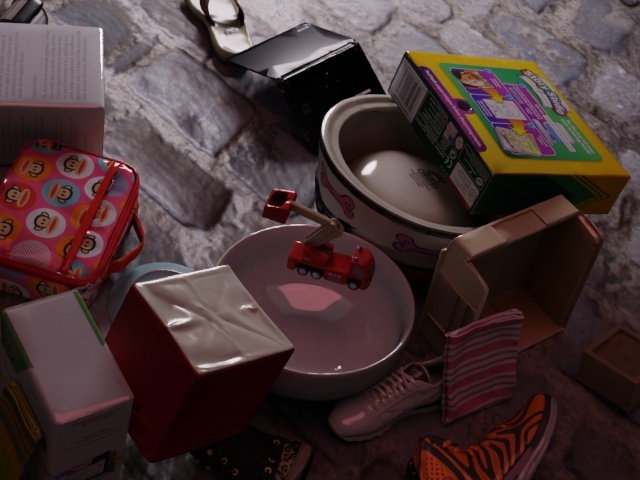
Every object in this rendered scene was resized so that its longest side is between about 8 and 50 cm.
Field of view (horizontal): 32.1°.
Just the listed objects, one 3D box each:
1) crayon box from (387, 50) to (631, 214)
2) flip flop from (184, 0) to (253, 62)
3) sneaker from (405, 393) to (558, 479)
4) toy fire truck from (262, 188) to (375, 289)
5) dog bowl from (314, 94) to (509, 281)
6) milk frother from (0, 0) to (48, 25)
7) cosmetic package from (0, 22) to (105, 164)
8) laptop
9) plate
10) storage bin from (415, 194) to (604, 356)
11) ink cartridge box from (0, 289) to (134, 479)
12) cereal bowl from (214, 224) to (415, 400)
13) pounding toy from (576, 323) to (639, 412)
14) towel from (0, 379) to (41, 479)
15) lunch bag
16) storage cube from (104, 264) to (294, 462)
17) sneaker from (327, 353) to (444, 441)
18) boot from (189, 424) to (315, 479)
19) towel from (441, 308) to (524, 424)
[{"bbox_3d":[0.342,-0.199,2.056,0.313,0.106,0.363,0,43,-29],"label":"crayon box"},{"bbox_3d":[-0.214,-0.492,2.384,0.112,0.080,0.277,-11,55,-20],"label":"flip flop"},{"bbox_3d":[0.249,0.333,1.758,0.180,0.124,0.321,30,50,11],"label":"sneaker"},{"bbox_3d":[0.000,0.000,1.789,0.192,0.135,0.047,16,44,6],"label":"toy fire truck"},{"bbox_3d":[0.170,-0.090,2.043,0.408,0.150,0.408,14,37,-11],"label":"dog bowl"},{"bbox_3d":[-0.579,-0.401,2.225,0.143,0.129,0.134,50,42,-27],"label":"milk frother"},{"bbox_3d":[-0.628,-0.271,2.044,0.453,0.161,0.230,1,50,-12],"label":"cosmetic package"},{"bbox_3d":[-0.019,-0.321,2.307,0.234,0.136,0.264,-32,96,-33],"label":"laptop"},{"bbox_3d":[-0.268,0.105,1.899,0.188,0.024,0.188,6,48,-7],"label":"plate"},{"bbox_3d":[0.323,0.078,1.908,0.262,0.260,0.123,-21,54,-27],"label":"storage bin"},{"bbox_3d":[-0.370,0.241,1.591,0.117,0.278,0.201,-17,56,-29],"label":"ink cartridge box"},{"bbox_3d":[-0.021,0.135,1.845,0.339,0.141,0.339,6,45,-6],"label":"cereal bowl"},{"bbox_3d":[0.546,0.230,1.949,0.141,0.100,0.130,-29,47,-34],"label":"pounding toy"},{"bbox_3d":[-0.449,0.307,1.547,0.021,0.237,0.102,-2,46,-42],"label":"towel"},{"bbox_3d":[-0.432,-0.023,1.915,0.258,0.120,0.293,18,50,-3],"label":"lunch bag"},{"bbox_3d":[-0.189,0.176,1.618,0.215,0.193,0.183,-10,51,-45],"label":"storage cube"},{"bbox_3d":[0.116,0.250,1.820,0.235,0.095,0.090,-21,59,-26],"label":"sneaker"},{"bbox_3d":[-0.130,0.364,1.671,0.179,0.085,0.236,25,43,11],"label":"boot"},{"bbox_3d":[0.265,0.210,1.824,0.144,0.197,0.029,-18,36,-23],"label":"towel"}]
